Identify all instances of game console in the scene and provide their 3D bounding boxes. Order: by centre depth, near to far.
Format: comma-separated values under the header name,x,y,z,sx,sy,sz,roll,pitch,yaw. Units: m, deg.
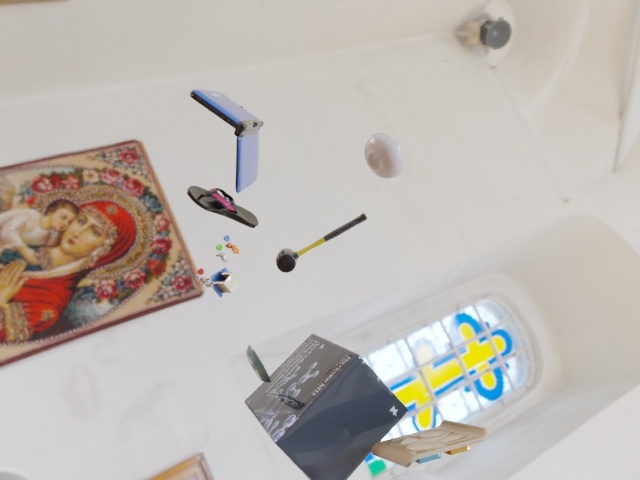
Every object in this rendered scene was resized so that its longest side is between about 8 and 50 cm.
name,x,y,z,sx,sy,sz,roll,pitch,yaw
game console,-0.266,-0.290,1.617,0.250,0.173,0.293,34,13,-4

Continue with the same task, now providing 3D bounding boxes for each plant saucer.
name,x,y,z,sx,sy,sz,roll,pitch,yaw
plant saucer,-0.177,0.346,1.567,0.119,0.021,0.119,52,-20,27

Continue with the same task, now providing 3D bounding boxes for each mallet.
name,x,y,z,sx,sy,sz,roll,pitch,yaw
mallet,0.000,0.000,1.058,0.039,0.190,0.062,61,-6,-10

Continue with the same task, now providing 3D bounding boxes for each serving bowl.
name,x,y,z,sx,sy,sz,roll,pitch,yaw
serving bowl,0.102,-0.139,0.958,0.083,0.027,0.083,38,-34,31

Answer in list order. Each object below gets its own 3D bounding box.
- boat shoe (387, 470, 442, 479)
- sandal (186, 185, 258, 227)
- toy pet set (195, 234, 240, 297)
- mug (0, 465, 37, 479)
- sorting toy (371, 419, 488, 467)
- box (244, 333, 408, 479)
name,x,y,z,sx,sy,sz,roll,pitch,yaw
boat shoe,0.104,0.553,1.009,0.156,0.367,0.135,29,-49,59
sandal,-0.202,-0.081,1.207,0.040,0.179,0.067,-48,-143,25
toy pet set,-0.243,0.068,1.338,0.065,0.122,0.114,-2,-48,42
mug,-0.663,0.483,0.875,0.276,0.328,0.374,-77,149,-59
sorting toy,0.241,0.457,1.264,0.193,0.208,0.038,150,-72,-68
box,-0.002,0.450,1.538,0.212,0.293,0.395,49,-15,-11
